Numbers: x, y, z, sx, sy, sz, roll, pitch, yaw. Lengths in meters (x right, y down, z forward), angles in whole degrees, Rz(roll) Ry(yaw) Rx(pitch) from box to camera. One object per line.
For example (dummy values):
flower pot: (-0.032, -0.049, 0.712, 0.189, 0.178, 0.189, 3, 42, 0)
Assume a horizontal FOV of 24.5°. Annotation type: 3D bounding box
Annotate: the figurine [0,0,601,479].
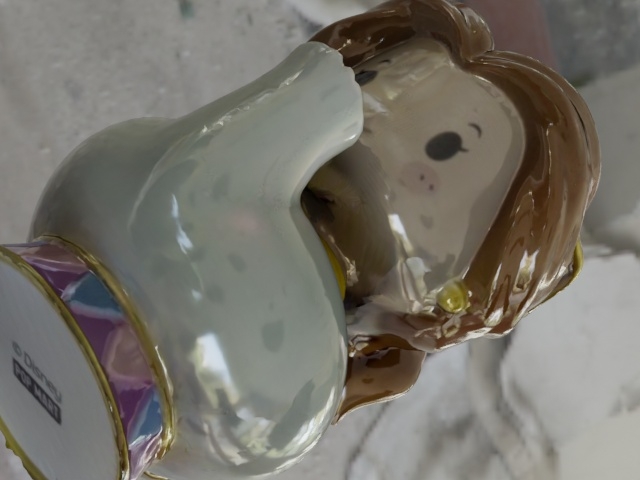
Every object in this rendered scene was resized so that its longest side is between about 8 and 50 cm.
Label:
figurine: (0.000, 0.000, 0.556, 0.263, 0.142, 0.189, -27, 150, -35)
